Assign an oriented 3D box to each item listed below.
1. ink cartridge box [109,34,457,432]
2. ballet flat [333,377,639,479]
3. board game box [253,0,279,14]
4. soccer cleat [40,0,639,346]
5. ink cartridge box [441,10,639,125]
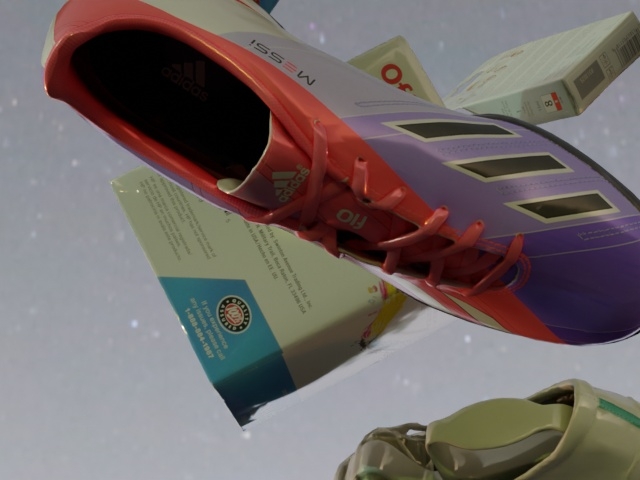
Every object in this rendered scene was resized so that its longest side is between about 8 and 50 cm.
[{"bbox_3d":[0.000,0.000,1.279,0.270,0.198,0.197,-27,-18,-5],"label":"ink cartridge box"},{"bbox_3d":[0.112,0.207,1.373,0.400,0.139,0.139,-24,-44,35],"label":"ballet flat"},{"bbox_3d":[-0.108,-0.308,1.075,0.308,0.086,0.302,15,-60,-41],"label":"board game box"},{"bbox_3d":[0.017,-0.027,0.708,0.318,0.116,0.108,29,-67,-1],"label":"soccer cleat"},{"bbox_3d":[0.196,-0.144,1.409,0.179,0.145,0.045,-16,-71,47],"label":"ink cartridge box"}]
